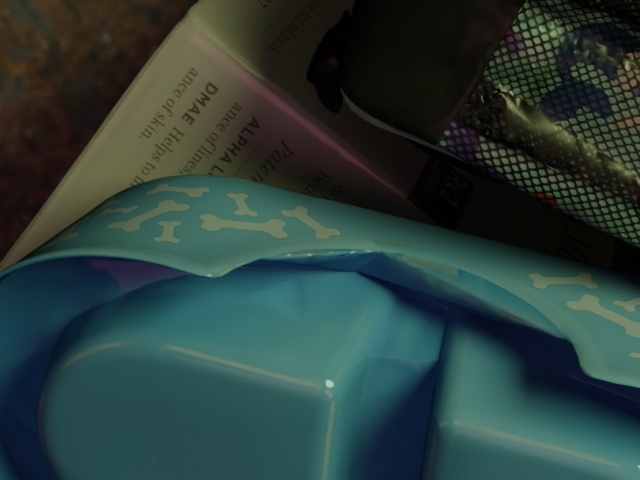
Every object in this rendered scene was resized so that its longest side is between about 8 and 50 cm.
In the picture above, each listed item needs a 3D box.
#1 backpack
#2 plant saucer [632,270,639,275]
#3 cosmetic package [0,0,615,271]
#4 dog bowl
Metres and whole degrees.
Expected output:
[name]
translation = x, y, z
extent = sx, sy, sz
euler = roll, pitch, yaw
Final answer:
[backpack]
translation = 0.156, -0.077, 0.554
extent = 0.253, 0.225, 0.191
euler = 32, 122, -8
[plant saucer]
translation = 0.183, 0.084, 0.665
extent = 0.188, 0.045, 0.188
euler = -21, 73, 22
[cosmetic package]
translation = 0.000, 0.000, 0.671
extent = 0.184, 0.151, 0.151
euler = 38, 119, -5
[dog bowl]
translation = 0.025, 0.069, 0.555
extent = 0.297, 0.074, 0.166
euler = 14, 128, 11
